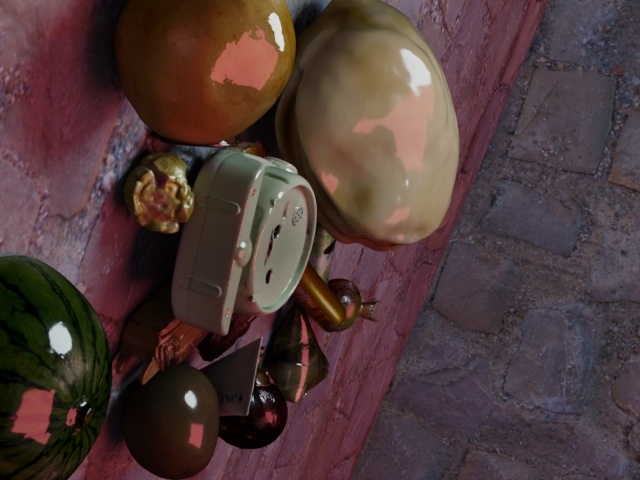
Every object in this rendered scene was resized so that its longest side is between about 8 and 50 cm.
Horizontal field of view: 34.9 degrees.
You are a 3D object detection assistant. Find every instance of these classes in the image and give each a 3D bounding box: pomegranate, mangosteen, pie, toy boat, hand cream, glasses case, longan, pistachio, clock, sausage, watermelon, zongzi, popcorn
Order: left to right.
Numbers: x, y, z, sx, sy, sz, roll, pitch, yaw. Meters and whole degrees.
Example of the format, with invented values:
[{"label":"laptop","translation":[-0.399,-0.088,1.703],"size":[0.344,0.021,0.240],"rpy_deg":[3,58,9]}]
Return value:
[{"label":"watermelon","translation":[-0.353,0.201,1.219],"size":[0.331,0.189,0.330],"rpy_deg":[-48,155,-32]},{"label":"popcorn","translation":[-0.226,-0.068,1.413],"size":[0.097,0.089,0.109],"rpy_deg":[-2,102,-27]},{"label":"longan","translation":[-0.242,0.295,1.667],"size":[0.189,0.189,0.189],"rpy_deg":[-55,159,-34]},{"label":"toy boat","translation":[-0.216,0.118,1.646],"size":[0.310,0.089,0.115],"rpy_deg":[-48,145,-46]},{"label":"pomegranate","translation":[-0.141,-0.235,1.244],"size":[0.233,0.233,0.233],"rpy_deg":[-55,159,-34]},{"label":"hand cream","translation":[-0.167,0.256,1.763],"size":[0.248,0.083,0.133],"rpy_deg":[-32,-134,56]},{"label":"pie","translation":[-0.142,0.121,1.794],"size":[0.218,0.054,0.204],"rpy_deg":[-50,-174,0]},{"label":"mangosteen","translation":[-0.141,0.322,2.014],"size":[0.184,0.173,0.172],"rpy_deg":[-76,176,-54]},{"label":"clock","translation":[-0.099,-0.003,1.575],"size":[0.324,0.109,0.265],"rpy_deg":[-10,114,-67]},{"label":"zongzi","translation":[-0.038,0.225,2.285],"size":[0.221,0.112,0.242],"rpy_deg":[-18,117,-71]},{"label":"sausage","translation":[-0.021,0.109,2.114],"size":[0.082,0.082,0.371],"rpy_deg":[-62,150,-16]},{"label":"glasses case","translation":[0.000,0.000,2.176],"size":[0.095,0.062,0.272],"rpy_deg":[-44,151,-50]},{"label":"pomegranate","translation":[0.058,0.151,2.379],"size":[0.129,0.159,0.129],"rpy_deg":[-3,90,-79]},{"label":"pistachio","translation":[0.085,-0.198,1.733],"size":[0.365,0.281,0.445],"rpy_deg":[-16,96,-39]}]

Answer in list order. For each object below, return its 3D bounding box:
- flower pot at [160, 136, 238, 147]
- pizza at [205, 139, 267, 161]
[{"label":"flower pot","translation":[-0.167,-0.179,1.429],"size":[0.111,0.111,0.089],"rpy_deg":[-18,114,-67]},{"label":"pizza","translation":[-0.140,-0.095,1.649],"size":[0.226,0.069,0.147],"rpy_deg":[-39,139,-55]}]
